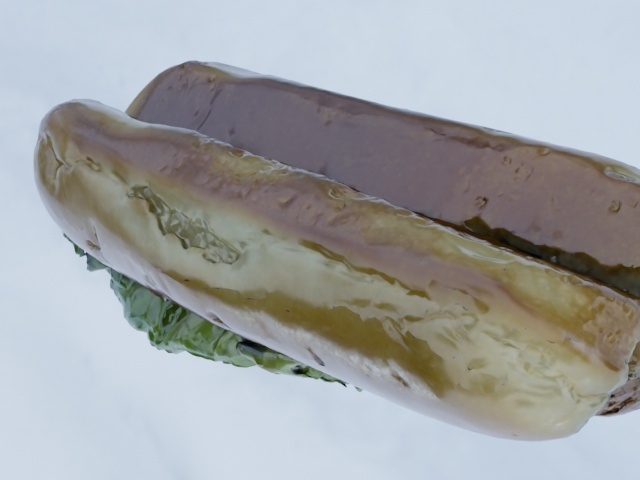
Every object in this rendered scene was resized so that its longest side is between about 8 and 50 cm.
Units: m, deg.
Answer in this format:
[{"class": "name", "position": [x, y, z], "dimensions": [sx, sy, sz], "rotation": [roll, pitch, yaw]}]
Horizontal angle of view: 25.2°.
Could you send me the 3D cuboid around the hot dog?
[{"class": "hot dog", "position": [0.000, 0.000, 0.574], "dimensions": [0.135, 0.100, 0.337], "rotation": [-27, 31, -37]}]
